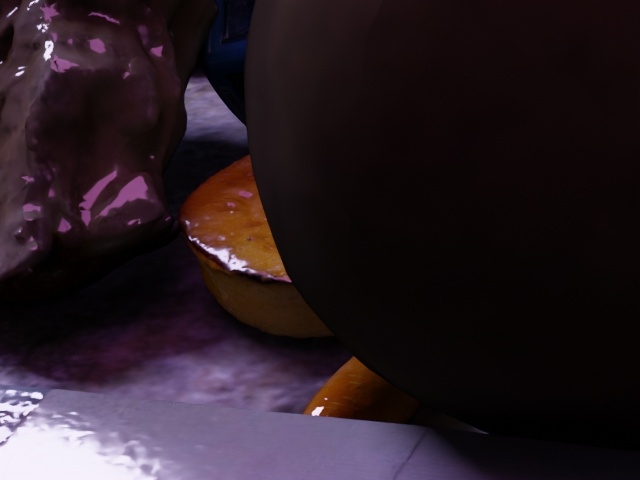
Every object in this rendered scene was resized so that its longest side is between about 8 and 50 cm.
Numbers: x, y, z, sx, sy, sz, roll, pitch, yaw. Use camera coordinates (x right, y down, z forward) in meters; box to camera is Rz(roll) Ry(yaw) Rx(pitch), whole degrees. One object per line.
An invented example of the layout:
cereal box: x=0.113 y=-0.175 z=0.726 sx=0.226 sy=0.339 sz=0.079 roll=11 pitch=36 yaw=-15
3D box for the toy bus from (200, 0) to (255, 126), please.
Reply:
toy bus: x=-0.005 y=-0.197 z=1.215 sx=0.134 sy=0.113 sz=0.246 roll=-8 pitch=63 yaw=18

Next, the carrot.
carrot: x=0.054 y=0.044 z=0.936 sx=0.043 sy=0.043 sz=0.248 roll=6 pitch=30 yaw=28

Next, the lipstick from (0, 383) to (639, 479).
lipstick: x=-0.021 y=0.121 z=0.782 sx=0.372 sy=0.076 sz=0.080 roll=3 pitch=30 yaw=24

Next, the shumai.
shumai: x=-0.167 y=-0.082 z=1.131 sx=0.346 sy=0.217 sz=0.283 roll=-37 pitch=67 yaw=17

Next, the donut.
donut: x=0.000 y=0.000 z=1.016 sx=0.152 sy=0.058 sz=0.152 roll=-9 pitch=28 yaw=5

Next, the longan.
longan: x=0.150 y=-0.059 z=0.784 sx=0.361 sy=0.361 sz=0.361 roll=-8 pitch=28 yaw=5

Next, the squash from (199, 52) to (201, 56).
squash: x=-0.033 y=-0.171 z=1.321 sx=0.332 sy=0.087 sz=0.087 roll=-4 pitch=29 yaw=14
